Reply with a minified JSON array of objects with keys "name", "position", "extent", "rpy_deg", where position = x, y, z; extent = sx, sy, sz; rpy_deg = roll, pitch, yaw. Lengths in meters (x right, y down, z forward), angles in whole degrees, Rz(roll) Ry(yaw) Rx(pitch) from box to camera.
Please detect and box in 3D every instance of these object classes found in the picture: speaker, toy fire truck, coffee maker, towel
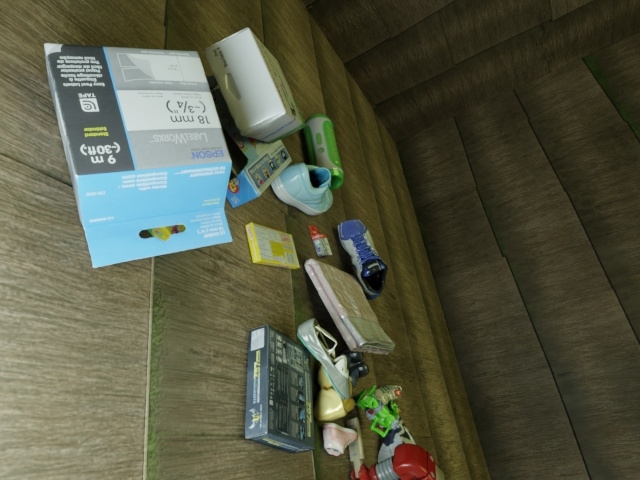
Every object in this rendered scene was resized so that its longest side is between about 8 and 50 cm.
[{"name":"speaker","position":[0.010,-0.343,1.672],"extent":[0.131,0.131,0.296],"rpy_deg":[33,41,-55]},{"name":"toy fire truck","position":[0.172,0.588,1.128],"extent":[0.246,0.217,0.158],"rpy_deg":[51,18,-2]},{"name":"coffee maker","position":[-0.242,-0.209,0.924],"extent":[0.178,0.171,0.120],"rpy_deg":[54,53,-26]},{"name":"towel","position":[0.103,0.214,1.380],"extent":[0.316,0.053,0.332],"rpy_deg":[60,15,27]}]

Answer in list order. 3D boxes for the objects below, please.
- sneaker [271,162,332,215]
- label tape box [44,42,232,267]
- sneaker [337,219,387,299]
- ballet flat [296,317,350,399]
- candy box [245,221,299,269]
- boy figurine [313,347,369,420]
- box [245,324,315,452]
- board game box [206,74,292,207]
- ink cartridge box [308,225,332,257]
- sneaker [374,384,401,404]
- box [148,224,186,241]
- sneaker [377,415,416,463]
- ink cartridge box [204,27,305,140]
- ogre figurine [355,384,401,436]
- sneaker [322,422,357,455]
[{"name":"sneaker","position":[-0.012,-0.173,1.436],"extent":[0.366,0.150,0.135],"rpy_deg":[2,70,-66]},{"name":"label tape box","position":[-0.284,-0.148,0.715],"extent":[0.241,0.106,0.333],"rpy_deg":[-13,79,-32]},{"name":"sneaker","position":[0.175,0.064,1.590],"extent":[0.182,0.128,0.315],"rpy_deg":[128,-56,-79]},{"name":"ballet flat","position":[0.025,0.284,1.045],"extent":[0.213,0.068,0.072],"rpy_deg":[53,5,8]},{"name":"candy box","position":[-0.126,0.019,1.169],"extent":[0.206,0.027,0.105],"rpy_deg":[19,51,-62]},{"name":"boy figurine","position":[0.051,0.384,1.166],"extent":[0.177,0.092,0.285],"rpy_deg":[71,19,-1]},{"name":"box","position":[-0.086,0.326,0.945],"extent":[0.183,0.059,0.232],"rpy_deg":[44,32,-45]},{"name":"board game box","position":[-0.222,-0.285,1.146],"extent":[0.301,0.086,0.308],"rpy_deg":[60,24,-18]},{"name":"ink cartridge box","position":[0.000,0.000,1.467],"extent":[0.063,0.029,0.115],"rpy_deg":[3,68,-65]},{"name":"sneaker","position":[0.229,0.522,1.459],"extent":[0.161,0.076,0.057],"rpy_deg":[11,60,-64]},{"name":"box","position":[-0.305,-0.066,0.823],"extent":[0.179,0.043,0.105],"rpy_deg":[56,25,-21]},{"name":"sneaker","position":[0.255,0.674,1.356],"extent":[0.153,0.094,0.235],"rpy_deg":[48,18,-23]},{"name":"ink cartridge box","position":[-0.146,-0.360,1.050],"extent":[0.278,0.117,0.201],"rpy_deg":[-51,118,-78]},{"name":"ogre figurine","position":[0.160,0.483,1.220],"extent":[0.118,0.197,0.097],"rpy_deg":[43,53,8]},{"name":"sneaker","position":[0.050,0.515,1.097],"extent":[0.134,0.051,0.070],"rpy_deg":[41,36,-42]}]
